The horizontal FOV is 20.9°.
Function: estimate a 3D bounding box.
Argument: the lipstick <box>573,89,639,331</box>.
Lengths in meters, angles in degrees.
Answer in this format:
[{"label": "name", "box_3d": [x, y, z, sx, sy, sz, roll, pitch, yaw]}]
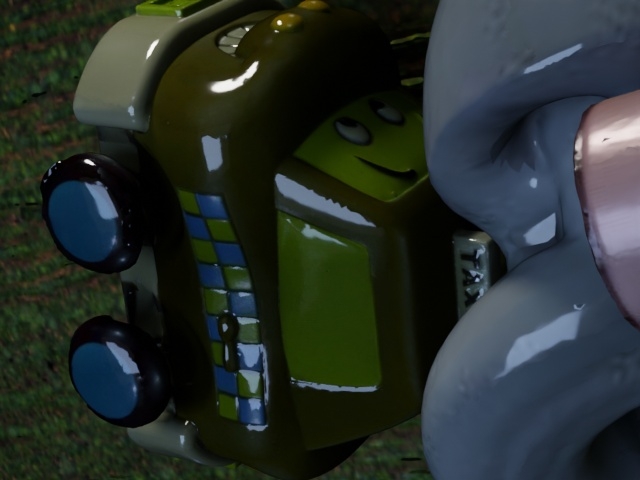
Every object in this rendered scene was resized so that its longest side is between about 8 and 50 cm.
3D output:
[{"label": "lipstick", "box_3d": [0.245, -0.045, 0.533, 0.327, 0.087, 0.087, -15, 99, 29]}]

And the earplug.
[{"label": "earplug", "box_3d": [0.138, -0.003, 0.750, 0.175, 0.214, 0.325, -118, 20, -68]}]

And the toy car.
[{"label": "toy car", "box_3d": [0.000, 0.000, 0.865, 0.198, 0.204, 0.248, 7, 116, 32]}]
